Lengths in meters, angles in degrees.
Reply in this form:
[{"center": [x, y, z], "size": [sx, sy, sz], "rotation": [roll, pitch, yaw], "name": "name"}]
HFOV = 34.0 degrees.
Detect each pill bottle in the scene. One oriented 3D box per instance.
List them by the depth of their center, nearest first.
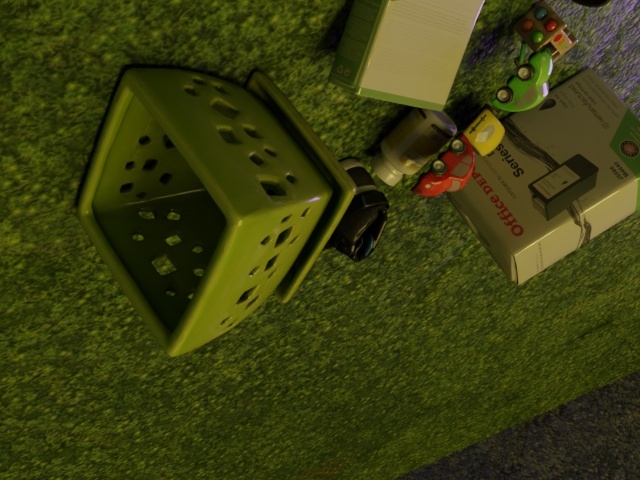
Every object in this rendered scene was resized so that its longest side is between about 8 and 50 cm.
[{"center": [0.122, -0.129, 1.407], "size": [0.116, 0.065, 0.065], "rotation": [-44, 151, 21], "name": "pill bottle"}]

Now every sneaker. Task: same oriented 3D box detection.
[{"center": [0.000, 0.000, 1.425], "size": [0.217, 0.121, 0.079], "rotation": [-44, 150, 20], "name": "sneaker"}]

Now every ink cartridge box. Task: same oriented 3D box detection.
[{"center": [0.116, -0.271, 1.189], "size": [0.171, 0.056, 0.235], "rotation": [2, 112, -49], "name": "ink cartridge box"}, {"center": [0.345, -0.095, 1.554], "size": [0.273, 0.198, 0.115], "rotation": [-32, 152, -3], "name": "ink cartridge box"}]

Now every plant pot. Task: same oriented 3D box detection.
[{"center": [-0.106, -0.043, 1.144], "size": [0.207, 0.227, 0.228], "rotation": [-15, 148, -42], "name": "plant pot"}]

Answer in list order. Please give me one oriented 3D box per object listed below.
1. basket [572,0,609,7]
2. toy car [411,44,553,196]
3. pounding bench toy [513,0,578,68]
[{"center": [0.339, -0.386, 1.128], "size": [0.227, 0.154, 0.204], "rotation": [-42, -175, 0], "name": "basket"}, {"center": [0.233, -0.159, 1.368], "size": [0.225, 0.053, 0.239], "rotation": [-49, 178, 36], "name": "toy car"}, {"center": [0.282, -0.262, 1.376], "size": [0.083, 0.052, 0.065], "rotation": [-41, 152, 15], "name": "pounding bench toy"}]
